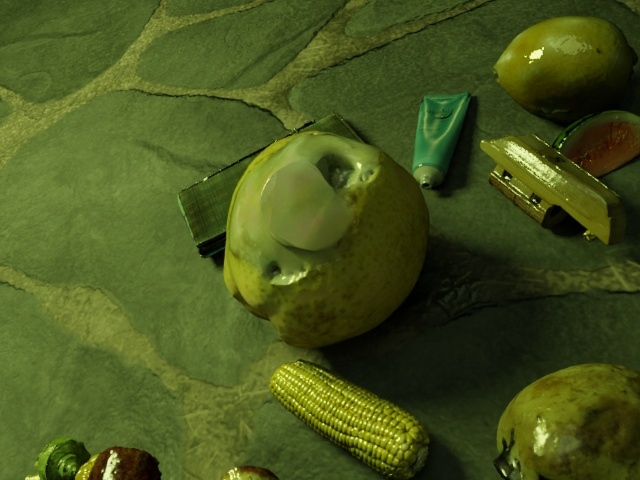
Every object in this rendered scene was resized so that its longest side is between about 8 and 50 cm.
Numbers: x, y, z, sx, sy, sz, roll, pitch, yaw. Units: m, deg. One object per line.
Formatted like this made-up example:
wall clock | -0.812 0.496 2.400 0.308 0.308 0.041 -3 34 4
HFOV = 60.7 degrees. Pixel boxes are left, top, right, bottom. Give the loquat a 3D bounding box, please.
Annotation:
loquat | 0.350 -0.248 0.795 0.195 0.152 0.152 2 55 24

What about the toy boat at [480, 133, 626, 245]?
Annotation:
toy boat | 0.301 -0.068 0.724 0.068 0.088 0.226 -7 43 -33

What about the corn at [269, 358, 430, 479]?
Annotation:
corn | 0.030 0.198 0.625 0.203 0.072 0.072 21 63 32

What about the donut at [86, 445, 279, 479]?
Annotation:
donut | -0.138 0.283 0.542 0.217 0.085 0.141 9 33 -10

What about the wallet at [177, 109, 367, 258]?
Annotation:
wallet | -0.078 -0.098 0.903 0.317 0.044 0.169 -29 47 -5

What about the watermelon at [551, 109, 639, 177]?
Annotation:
watermelon | 0.377 -0.143 0.761 0.163 0.069 0.087 -28 50 0

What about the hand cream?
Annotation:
hand cream | 0.187 -0.165 0.866 0.083 0.048 0.224 1 50 23

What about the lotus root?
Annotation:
lotus root | 0.263 0.185 0.524 0.214 0.138 0.138 -29 49 -19

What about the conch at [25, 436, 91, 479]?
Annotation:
conch | -0.334 0.290 0.677 0.121 0.074 0.089 -19 24 37

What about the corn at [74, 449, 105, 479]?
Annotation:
corn | -0.210 0.361 0.564 0.102 0.102 0.313 -31 51 -5

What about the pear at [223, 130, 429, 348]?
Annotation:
pear | 0.000 0.000 0.691 0.271 0.271 0.271 -10 52 12
